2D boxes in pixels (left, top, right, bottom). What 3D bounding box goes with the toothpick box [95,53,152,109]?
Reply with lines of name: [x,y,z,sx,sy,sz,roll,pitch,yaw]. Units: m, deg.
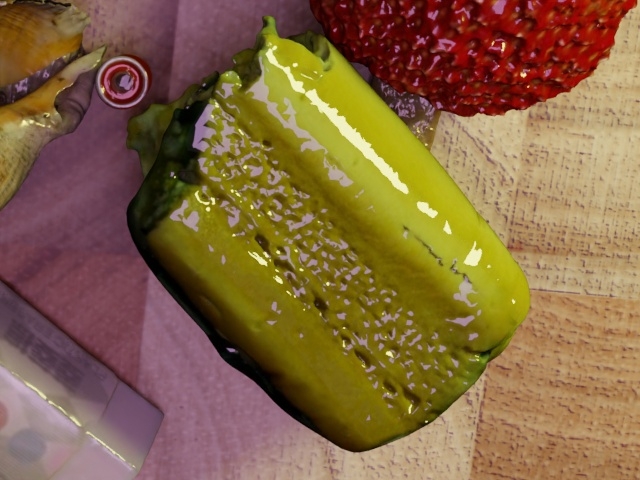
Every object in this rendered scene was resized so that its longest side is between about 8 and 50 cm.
toothpick box: [-0.172,-0.140,1.714,0.047,0.083,0.047,0,96,-2]

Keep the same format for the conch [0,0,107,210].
conch: [-0.285,-0.125,1.670,0.245,0.178,0.163,-33,66,-25]

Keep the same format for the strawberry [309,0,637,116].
strawberry: [0.132,-0.225,1.643,0.261,0.257,0.261,-4,106,-15]

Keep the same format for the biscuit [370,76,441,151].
biscuit: [0.077,-0.123,1.785,0.071,0.018,0.147,13,105,-11]

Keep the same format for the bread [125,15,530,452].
bread: [0.000,0.000,1.711,0.251,0.208,0.376,-41,107,9]

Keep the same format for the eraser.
eraser: [-0.355,0.124,1.768,0.397,0.082,0.213,40,98,-16]
